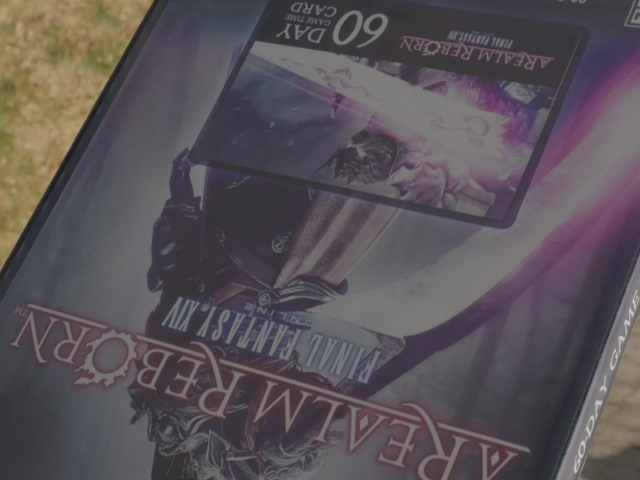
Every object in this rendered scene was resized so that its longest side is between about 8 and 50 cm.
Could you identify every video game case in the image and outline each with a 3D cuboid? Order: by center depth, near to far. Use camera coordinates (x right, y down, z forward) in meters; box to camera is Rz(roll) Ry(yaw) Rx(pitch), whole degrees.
[{"bbox_3d":[0.000,0.000,0.414,0.196,0.274,0.026,13,155,28],"label":"video game case"}]
